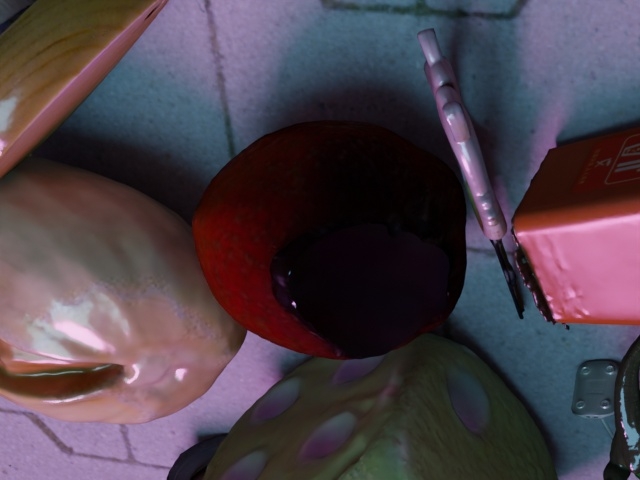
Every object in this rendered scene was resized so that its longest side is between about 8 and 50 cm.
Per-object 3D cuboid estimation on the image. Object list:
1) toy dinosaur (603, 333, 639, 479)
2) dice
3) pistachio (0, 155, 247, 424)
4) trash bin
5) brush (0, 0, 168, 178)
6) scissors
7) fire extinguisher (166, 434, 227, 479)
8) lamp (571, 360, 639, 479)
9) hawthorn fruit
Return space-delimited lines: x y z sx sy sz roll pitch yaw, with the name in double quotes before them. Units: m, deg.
"toy dinosaur" 0.311 0.164 1.424 0.087 0.179 0.187 -9 155 43
"dice" 0.058 0.250 1.463 0.252 0.250 0.254 -27 113 36
"pistachio" -0.214 0.041 1.433 0.308 0.230 0.230 27 134 22
"trash bin" 0.287 -0.004 1.243 0.238 0.161 0.184 -8 123 36
"brush" -0.248 -0.183 1.313 0.266 0.174 0.166 -43 93 10
"scissors" 0.134 -0.032 1.307 0.024 0.160 0.317 -20 139 5
"fire extinguisher" -0.066 0.370 1.725 0.200 0.113 0.376 35 151 56
"lamp" 0.285 0.193 1.479 0.050 0.056 0.198 -9 134 29
"hawthorn fruit" 0.000 0.000 1.324 0.249 0.215 0.215 3 131 48
